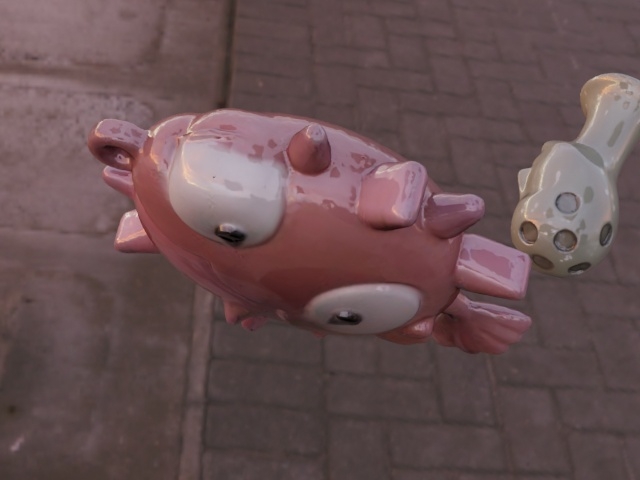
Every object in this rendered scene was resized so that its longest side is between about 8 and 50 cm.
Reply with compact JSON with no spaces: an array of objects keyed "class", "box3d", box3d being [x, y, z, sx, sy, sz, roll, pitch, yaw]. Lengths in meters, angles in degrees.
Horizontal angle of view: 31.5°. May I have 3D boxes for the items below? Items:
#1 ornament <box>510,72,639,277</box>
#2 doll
[{"class":"ornament","box3d":[0.185,-0.044,0.809,0.081,0.075,0.156,27,63,11]},{"class":"doll","box3d":[0.000,0.000,0.591,0.262,0.211,0.093,31,61,-30]}]
